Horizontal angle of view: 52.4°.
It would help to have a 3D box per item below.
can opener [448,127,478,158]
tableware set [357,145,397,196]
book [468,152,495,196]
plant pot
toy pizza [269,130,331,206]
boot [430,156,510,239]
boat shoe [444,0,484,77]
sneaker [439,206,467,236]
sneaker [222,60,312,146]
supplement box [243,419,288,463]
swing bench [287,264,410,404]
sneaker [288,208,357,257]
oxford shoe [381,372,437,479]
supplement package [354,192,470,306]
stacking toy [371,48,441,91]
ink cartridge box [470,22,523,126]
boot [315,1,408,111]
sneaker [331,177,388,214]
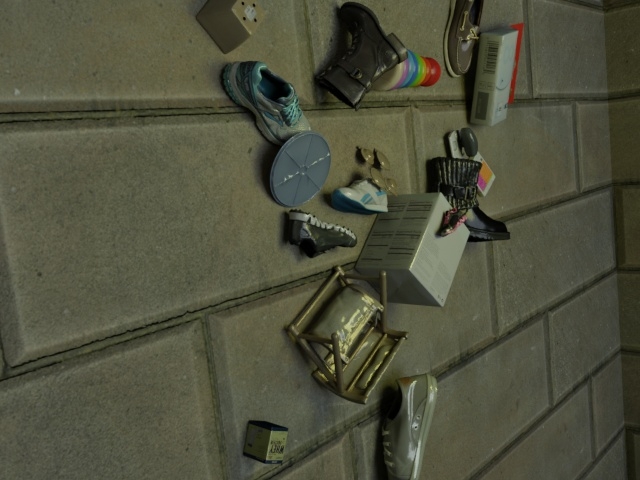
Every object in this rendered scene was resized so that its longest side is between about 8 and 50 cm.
[{"bbox_3d":[0.494,-0.239,2.202,0.076,0.095,0.283,-31,112,-42],"label":"can opener"},{"bbox_3d":[0.168,-0.201,1.855,0.141,0.020,0.169,19,46,-48],"label":"tableware set"},{"bbox_3d":[0.568,-0.237,2.330,0.144,0.035,0.096,46,61,-37],"label":"book"},{"bbox_3d":[-0.190,-0.501,1.453,0.109,0.096,0.109,48,57,-36],"label":"plant pot"},{"bbox_3d":[-0.053,-0.179,1.623,0.201,0.032,0.201,-27,132,-34],"label":"toy pizza"},{"bbox_3d":[0.501,-0.132,2.148,0.348,0.131,0.260,9,84,-34],"label":"boot"},{"bbox_3d":[0.493,-0.712,2.193,0.116,0.096,0.324,18,77,-47],"label":"boat shoe"},{"bbox_3d":[0.359,-0.053,1.810,0.119,0.047,0.057,-39,95,-41],"label":"sneaker"},{"bbox_3d":[-0.100,-0.315,1.533,0.283,0.122,0.110,37,64,-42],"label":"sneaker"},{"bbox_3d":[-0.130,0.476,1.539,0.056,0.083,0.083,19,78,-45],"label":"supplement box"},{"bbox_3d":[0.082,0.245,1.716,0.253,0.165,0.255,-49,130,-36],"label":"swing bench"},{"bbox_3d":[0.000,0.000,1.685,0.234,0.078,0.106,21,78,-42],"label":"sneaker"},{"bbox_3d":[0.237,0.606,1.922,0.130,0.169,0.449,11,89,-3],"label":"oxford shoe"},{"bbox_3d":[0.270,0.026,1.885,0.199,0.198,0.263,45,59,-37],"label":"supplement package"},{"bbox_3d":[0.253,-0.507,1.929,0.330,0.141,0.141,-14,101,-54],"label":"stacking toy"},{"bbox_3d":[0.669,-0.600,2.328,0.385,0.091,0.308,-29,128,-46],"label":"ink cartridge box"},{"bbox_3d":[0.078,-0.491,1.723,0.229,0.263,0.091,-41,161,-8],"label":"boot"},{"bbox_3d":[0.104,-0.126,1.795,0.228,0.087,0.092,7,78,-54],"label":"sneaker"}]
